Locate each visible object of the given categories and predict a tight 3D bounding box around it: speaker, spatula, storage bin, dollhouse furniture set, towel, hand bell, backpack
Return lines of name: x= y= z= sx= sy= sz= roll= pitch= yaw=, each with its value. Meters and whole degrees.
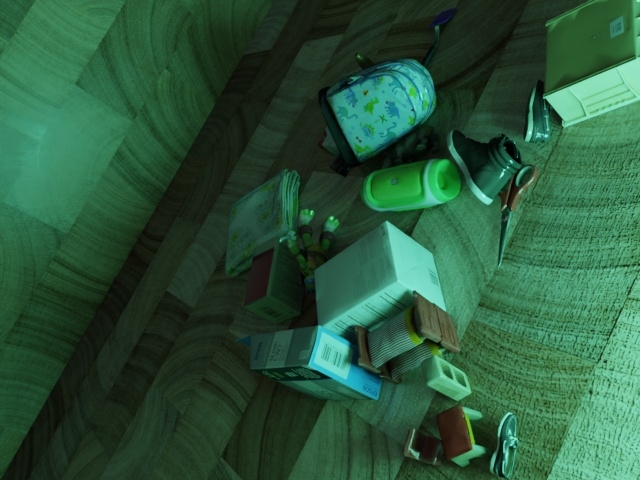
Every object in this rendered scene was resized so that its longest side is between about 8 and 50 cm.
speaker: x=0.250 y=-0.155 z=1.808 sx=0.296 sy=0.131 sz=0.131 roll=-6 pitch=58 yaw=51
spatula: x=0.390 y=-0.685 z=2.157 sx=0.084 sy=0.030 sz=0.297 roll=-1 pitch=62 yaw=50
storage bin: x=0.676 y=-0.448 z=1.504 sx=0.260 sy=0.123 sz=0.262 roll=-18 pitch=49 yaw=44
dollhouse furniture set: x=0.215 y=0.326 z=1.422 sx=0.201 sy=0.152 sz=0.374 roll=-37 pitch=38 yaw=28
towel: x=-0.227 y=-0.073 z=2.395 sx=0.374 sy=0.090 sz=0.321 roll=-32 pitch=40 yaw=34
hand bell: x=0.197 y=-0.531 z=2.080 sx=0.126 sy=0.242 sz=0.126 roll=-35 pitch=36 yaw=30
backpack: x=0.188 y=-0.416 z=1.980 sx=0.355 sy=0.290 sz=0.273 roll=-21 pitch=8 yaw=18

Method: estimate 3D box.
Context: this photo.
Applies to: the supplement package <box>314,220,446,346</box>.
supplement package: x=0.147 y=0.129 z=1.634 sx=0.262 sy=0.198 sz=0.199 roll=-36 pitch=39 yaw=29

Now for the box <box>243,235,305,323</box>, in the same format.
box: x=-0.142 y=0.130 z=2.056 sx=0.126 sy=0.148 sz=0.232 roll=-27 pitch=43 yaw=39

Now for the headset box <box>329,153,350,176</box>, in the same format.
headset box: x=0.074 y=-0.265 z=2.216 sx=0.062 sy=0.032 sz=0.083 roll=-55 pitch=34 yaw=4

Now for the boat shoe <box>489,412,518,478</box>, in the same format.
boat shoe: x=0.371 y=0.406 z=1.250 sx=0.038 sy=0.046 sz=0.125 roll=3 pitch=68 yaw=54

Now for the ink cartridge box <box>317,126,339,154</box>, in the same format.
ink cartridge box: x=0.084 y=-0.371 z=2.253 sx=0.175 sy=0.072 sz=0.127 roll=22 pitch=80 yaw=57

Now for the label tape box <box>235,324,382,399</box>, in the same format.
label tape box: x=-0.043 y=0.332 z=1.663 sx=0.347 sy=0.249 sz=0.115 roll=-17 pitch=50 yaw=45

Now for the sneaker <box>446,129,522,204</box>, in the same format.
sneaker: x=0.431 y=-0.231 z=1.644 sx=0.147 sy=0.104 sz=0.296 roll=-44 pitch=34 yaw=25

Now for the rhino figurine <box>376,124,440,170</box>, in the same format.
rhino figurine: x=0.262 y=-0.270 z=1.937 sx=0.243 sy=0.073 sz=0.106 roll=-29 pitch=39 yaw=41

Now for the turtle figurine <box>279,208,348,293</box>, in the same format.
turtle figurine: x=0.000 y=0.000 z=1.946 sx=0.197 sy=0.275 sz=0.266 roll=-8 pitch=44 yaw=8

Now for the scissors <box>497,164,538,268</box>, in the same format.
scissors: x=0.456 y=-0.067 z=1.567 sx=0.109 sy=0.021 sz=0.297 roll=8 pitch=70 yaw=54

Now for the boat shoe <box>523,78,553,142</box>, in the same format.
boat shoe: x=0.565 y=-0.331 z=1.626 sx=0.064 sy=0.075 sz=0.206 roll=12 pitch=58 yaw=10
